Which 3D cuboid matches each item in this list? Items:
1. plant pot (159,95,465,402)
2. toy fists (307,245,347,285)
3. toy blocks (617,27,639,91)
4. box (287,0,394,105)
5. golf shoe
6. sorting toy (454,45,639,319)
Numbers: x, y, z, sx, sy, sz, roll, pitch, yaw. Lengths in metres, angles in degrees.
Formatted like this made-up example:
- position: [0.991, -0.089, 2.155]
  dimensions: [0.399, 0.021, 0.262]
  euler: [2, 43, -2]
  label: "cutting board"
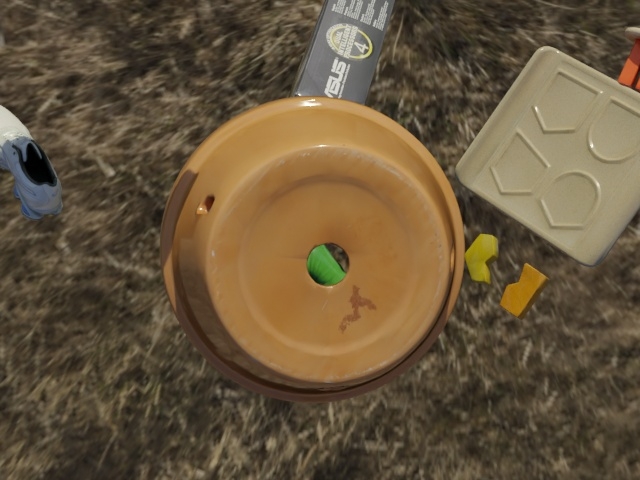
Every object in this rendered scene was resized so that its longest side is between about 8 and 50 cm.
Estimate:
- position: [-0.001, 0.012, 1.091]
  dimensions: [0.291, 0.203, 0.291]
  euler: [0, 93, -5]
  label: "plant pot"
- position: [0.000, 0.000, 1.366]
  dimensions: [0.142, 0.096, 0.279]
  euler: [34, 80, -8]
  label: "toy fists"
- position: [0.323, -0.147, 1.119]
  dimensions: [0.123, 0.054, 0.148]
  euler: [21, 92, -15]
  label: "toy blocks"
- position: [0.007, -0.196, 1.666]
  dimensions: [0.097, 0.395, 0.318]
  euler: [21, 139, -6]
  label: "box"
- position: [-0.368, -0.113, 1.517]
  dimensions: [0.069, 0.086, 0.176]
  euler: [-30, 77, -33]
  label: "golf shoe"
- position: [0.282, -0.066, 1.530]
  dimensions: [0.229, 0.041, 0.307]
  euler: [37, 95, 32]
  label: "sorting toy"
